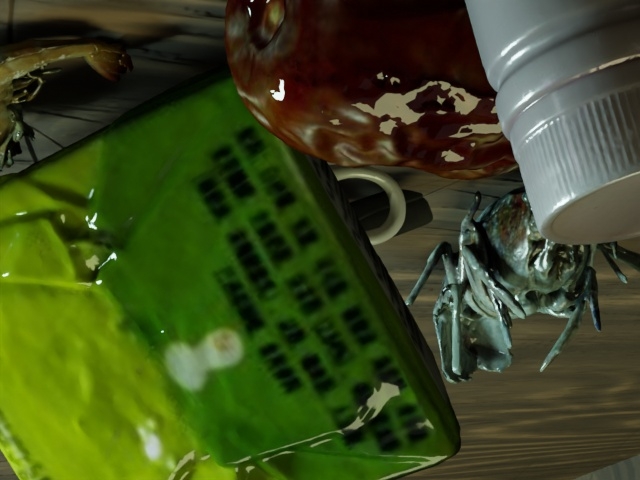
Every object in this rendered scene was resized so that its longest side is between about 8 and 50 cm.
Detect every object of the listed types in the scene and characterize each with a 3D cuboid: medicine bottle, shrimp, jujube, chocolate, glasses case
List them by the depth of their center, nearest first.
[{"bbox_3d":[0.137,-0.134,0.971,0.133,0.250,0.133,-12,162,-4],"label":"medicine bottle"},{"bbox_3d":[0.069,-0.123,1.120,0.243,0.183,0.183,5,156,-30],"label":"jujube"},{"bbox_3d":[-0.181,-0.094,1.241,0.124,0.034,0.178,-19,162,-8],"label":"shrimp"},{"bbox_3d":[-0.092,0.053,1.309,0.288,0.301,0.137,-25,-166,16],"label":"chocolate"},{"bbox_3d":[-0.001,0.000,1.587,0.190,0.042,0.072,-19,-173,-33],"label":"glasses case"},{"bbox_3d":[0.178,0.040,1.779,0.221,0.166,0.410,-12,176,-14],"label":"shrimp"}]

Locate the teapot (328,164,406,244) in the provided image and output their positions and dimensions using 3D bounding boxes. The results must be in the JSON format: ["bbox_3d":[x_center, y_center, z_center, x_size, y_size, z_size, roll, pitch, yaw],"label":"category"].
[{"bbox_3d":[-0.051,-0.013,1.444,0.245,0.116,0.159,-10,175,-11],"label":"teapot"}]
